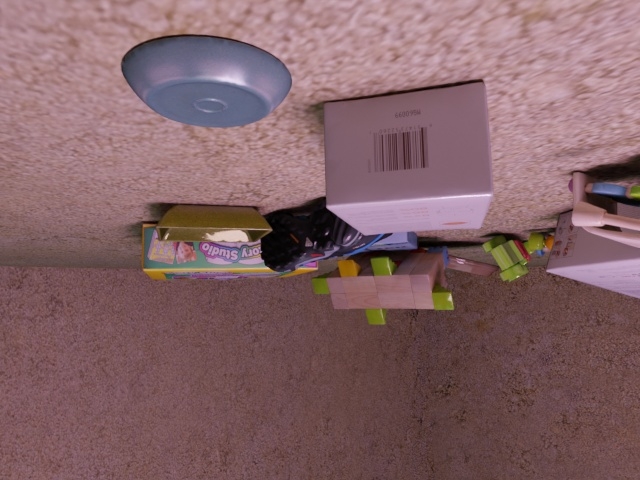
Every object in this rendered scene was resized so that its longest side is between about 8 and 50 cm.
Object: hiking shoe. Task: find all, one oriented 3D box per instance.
[{"bbox_3d":[0.000,0.000,0.854,0.132,0.113,0.304,5,171,-37],"label":"hiking shoe"}]

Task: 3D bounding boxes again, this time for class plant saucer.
[{"bbox_3d":[0.409,0.066,1.473,0.278,0.041,0.278,13,-179,0],"label":"plant saucer"},{"bbox_3d":[-0.080,-0.107,0.343,0.120,0.021,0.119,-1,172,0],"label":"plant saucer"},{"bbox_3d":[-0.197,-0.030,0.858,0.188,0.045,0.188,1,173,-17],"label":"plant saucer"}]

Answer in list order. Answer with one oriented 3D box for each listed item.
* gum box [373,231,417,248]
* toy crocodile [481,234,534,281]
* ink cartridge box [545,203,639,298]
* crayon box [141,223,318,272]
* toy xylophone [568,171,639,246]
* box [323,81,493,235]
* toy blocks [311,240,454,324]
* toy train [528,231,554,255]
[{"bbox_3d":[0.151,0.000,1.177,0.157,0.041,0.184,-3,172,18],"label":"gum box"},{"bbox_3d":[0.537,0.042,1.323,0.105,0.115,0.341,-33,161,22],"label":"toy crocodile"},{"bbox_3d":[0.600,0.024,0.808,0.272,0.129,0.309,17,173,1],"label":"ink cartridge box"},{"bbox_3d":[-0.222,0.033,1.126,0.363,0.105,0.313,0,172,-17],"label":"crayon box"},{"bbox_3d":[0.432,-0.024,0.519,0.236,0.081,0.323,9,-175,-43],"label":"toy xylophone"},{"bbox_3d":[0.086,-0.063,0.444,0.130,0.090,0.170,-4,172,15],"label":"box"},{"bbox_3d":[0.207,0.089,1.332,0.382,0.190,0.261,-4,-161,31],"label":"toy blocks"},{"bbox_3d":[0.574,0.008,1.147,0.144,0.105,0.248,10,-178,41],"label":"toy train"}]
